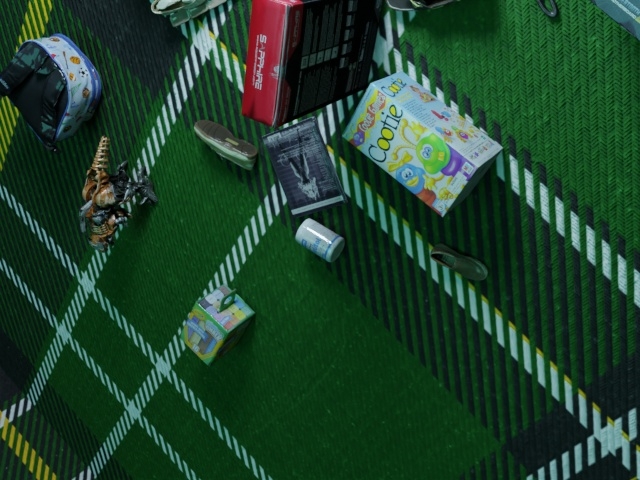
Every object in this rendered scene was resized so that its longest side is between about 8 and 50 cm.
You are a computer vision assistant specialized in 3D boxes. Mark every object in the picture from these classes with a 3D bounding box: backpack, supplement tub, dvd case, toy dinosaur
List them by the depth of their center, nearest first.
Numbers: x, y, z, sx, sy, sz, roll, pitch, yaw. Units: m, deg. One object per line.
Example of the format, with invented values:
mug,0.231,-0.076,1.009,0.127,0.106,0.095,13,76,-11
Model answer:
dvd case,-0.039,-0.175,1.775,0.164,0.018,0.221,-15,101,37
supplement tub,0.000,0.000,1.794,0.107,0.071,0.071,30,125,19
backpack,-0.735,-0.430,2.014,0.276,0.213,0.263,47,137,0
toy dinosaur,-0.589,-0.126,2.046,0.164,0.218,0.322,39,128,15

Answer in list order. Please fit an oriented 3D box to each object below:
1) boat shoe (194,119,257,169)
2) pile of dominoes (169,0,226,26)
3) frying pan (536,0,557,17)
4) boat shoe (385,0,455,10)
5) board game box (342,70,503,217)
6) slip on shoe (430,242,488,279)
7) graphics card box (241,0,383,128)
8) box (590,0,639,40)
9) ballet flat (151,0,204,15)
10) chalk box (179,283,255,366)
boat shoe,-0.249,-0.238,1.863,0.190,0.068,0.072,34,138,17
pile of dominoes,-0.302,-0.645,1.742,0.251,0.040,0.196,-15,102,30
frying pan,0.314,-0.557,1.342,0.197,0.053,0.326,-2,107,37
boat shoe,0.210,-0.490,1.409,0.227,0.068,0.081,-2,122,45
board game box,0.210,-0.204,1.509,0.275,0.144,0.142,41,128,13
slip on shoe,0.308,0.052,1.625,0.135,0.041,0.051,33,126,18
graphics card box,-0.008,-0.381,1.430,0.094,0.371,0.233,24,124,24
box,0.535,-0.375,1.180,0.233,0.183,0.059,45,128,10
ballet flat,-0.333,-0.574,1.730,0.168,0.052,0.057,-15,102,30
chalk box,-0.284,0.224,2.054,0.132,0.132,0.213,42,129,12
